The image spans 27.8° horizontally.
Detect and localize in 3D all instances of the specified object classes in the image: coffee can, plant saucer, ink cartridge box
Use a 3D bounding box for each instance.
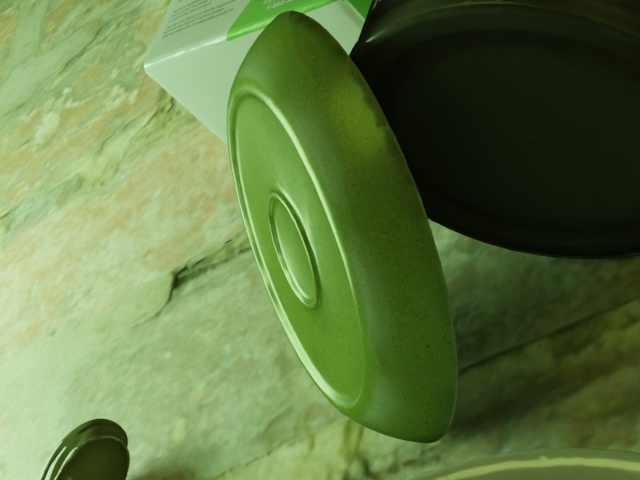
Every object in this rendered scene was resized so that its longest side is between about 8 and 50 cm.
[{"bbox_3d":[0.142,-0.157,0.702,0.201,0.201,0.275,-11,49,41],"label":"coffee can"},{"bbox_3d":[0.000,0.000,0.687,0.037,0.241,0.241,-19,31,-16],"label":"plant saucer"},{"bbox_3d":[0.006,-0.224,0.985,0.198,0.115,0.273,-12,49,40],"label":"ink cartridge box"}]

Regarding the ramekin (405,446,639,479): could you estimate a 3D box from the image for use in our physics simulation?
[{"bbox_3d":[0.082,0.218,0.412,0.277,0.135,0.277,-13,46,14],"label":"ramekin"}]

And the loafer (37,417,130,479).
[{"bbox_3d":[-0.162,0.187,0.835,0.050,0.056,0.148,21,83,53],"label":"loafer"}]
